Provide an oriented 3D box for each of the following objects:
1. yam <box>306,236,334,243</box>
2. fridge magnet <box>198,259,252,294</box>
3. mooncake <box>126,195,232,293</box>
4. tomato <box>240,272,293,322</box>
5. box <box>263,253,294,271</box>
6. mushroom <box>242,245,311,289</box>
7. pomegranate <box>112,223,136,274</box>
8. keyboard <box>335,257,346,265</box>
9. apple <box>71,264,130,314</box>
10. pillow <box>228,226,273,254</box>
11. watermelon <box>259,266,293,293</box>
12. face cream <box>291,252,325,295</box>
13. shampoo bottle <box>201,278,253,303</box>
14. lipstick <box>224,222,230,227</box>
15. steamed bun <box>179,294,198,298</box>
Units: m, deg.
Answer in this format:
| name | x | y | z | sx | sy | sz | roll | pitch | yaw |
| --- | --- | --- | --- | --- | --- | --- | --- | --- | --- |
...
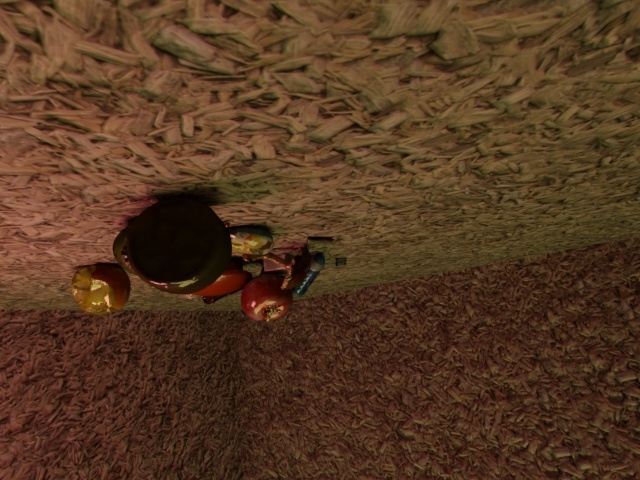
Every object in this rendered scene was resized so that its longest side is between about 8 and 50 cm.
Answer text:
| name | x | y | z | sx | sy | sz | roll | pitch | yaw |
| --- | --- | --- | --- | --- | --- | --- | --- | --- | --- |
| yam | 0.000 | 0.000 | 1.811 | 0.130 | 0.027 | 0.033 | 2 | 124 | -23 |
| fridge magnet | -0.538 | 0.201 | 2.083 | 0.365 | 0.155 | 0.363 | -9 | 163 | -3 |
| mooncake | -0.413 | 0.013 | 1.183 | 0.285 | 0.283 | 0.155 | -5 | 163 | -4 |
| tomato | -0.285 | 0.290 | 2.089 | 0.271 | 0.227 | 0.270 | -17 | 142 | -13 |
| box | -0.192 | 0.137 | 2.160 | 0.135 | 0.079 | 0.269 | -11 | 165 | 18 |
| mushroom | -0.172 | 0.085 | 1.905 | 0.208 | 0.232 | 0.301 | -30 | 111 | 37 |
| pomegranate | -0.593 | 0.034 | 1.343 | 0.203 | 0.201 | 0.248 | -4 | -171 | -8 |
| keyboard | 0.122 | 0.130 | 2.404 | 0.067 | 0.011 | 0.202 | -7 | 166 | 0 |
| apple | -1.030 | 0.233 | 1.887 | 0.247 | 0.226 | 0.246 | -8 | 166 | -2 |
| pillow | -0.295 | 0.003 | 1.620 | 0.215 | 0.085 | 0.233 | 8 | 166 | -11 |
| watermelon | -0.233 | 0.231 | 2.274 | 0.242 | 0.094 | 0.154 | 24 | -174 | -7 |
| face cream | -0.059 | 0.178 | 2.164 | 0.263 | 0.083 | 0.149 | -56 | 173 | 26 |
| shampoo bottle | -0.541 | 0.286 | 2.386 | 0.129 | 0.083 | 0.323 | -27 | 176 | 38 |
| lipstick | -0.379 | -0.045 | 1.471 | 0.130 | 0.030 | 0.030 | -15 | 163 | 30 |
| steamed bun | -0.744 | 0.259 | 2.268 | 0.211 | 0.144 | 0.218 | 3 | 162 | -31 |
